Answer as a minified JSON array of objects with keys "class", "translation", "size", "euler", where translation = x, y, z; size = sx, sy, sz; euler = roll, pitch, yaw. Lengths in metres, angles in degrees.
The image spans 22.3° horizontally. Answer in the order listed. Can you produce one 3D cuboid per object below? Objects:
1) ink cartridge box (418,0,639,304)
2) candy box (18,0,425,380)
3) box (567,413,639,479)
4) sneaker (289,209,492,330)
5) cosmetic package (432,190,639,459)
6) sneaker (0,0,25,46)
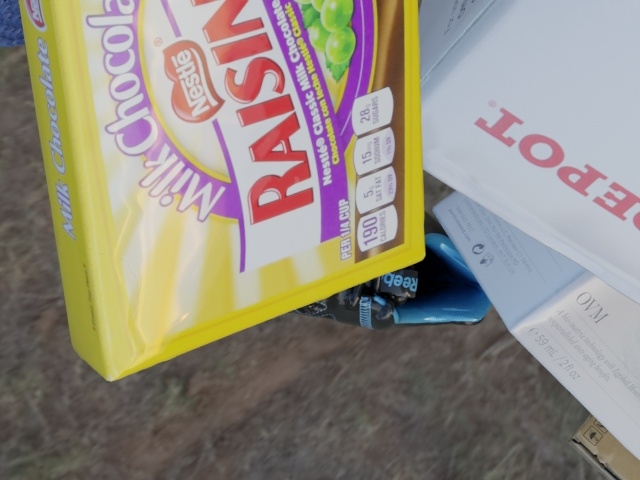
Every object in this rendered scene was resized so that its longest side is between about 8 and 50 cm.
[{"class":"ink cartridge box","translation":[0.201,-0.104,0.529],"size":[0.223,0.129,0.307],"euler":[31,134,-13]},{"class":"candy box","translation":[-0.024,-0.072,0.399],"size":[0.027,0.105,0.206],"euler":[36,138,50]},{"class":"box","translation":[0.372,0.193,1.653],"size":[0.164,0.201,0.021],"euler":[43,151,7]},{"class":"sneaker","translation":[-0.004,-0.004,1.170],"size":[0.140,0.341,0.125],"euler":[24,101,42]},{"class":"cosmetic package","translation":[0.243,0.005,1.142],"size":[0.225,0.224,0.138],"euler":[-39,45,9]},{"class":"sneaker","translation":[-0.266,-0.241,1.495],"size":[0.090,0.232,0.081],"euler":[49,117,9]}]
